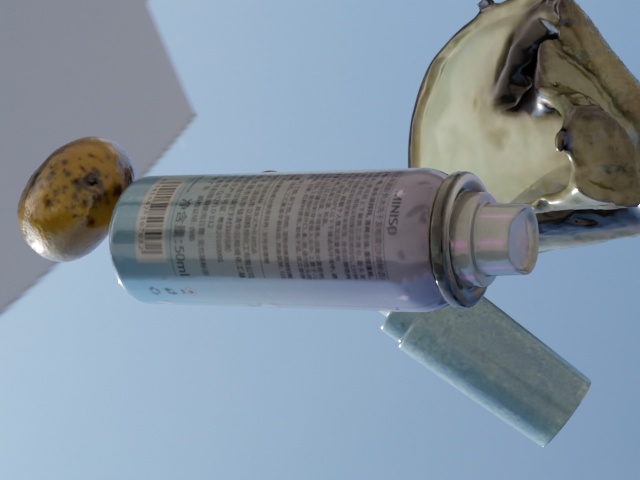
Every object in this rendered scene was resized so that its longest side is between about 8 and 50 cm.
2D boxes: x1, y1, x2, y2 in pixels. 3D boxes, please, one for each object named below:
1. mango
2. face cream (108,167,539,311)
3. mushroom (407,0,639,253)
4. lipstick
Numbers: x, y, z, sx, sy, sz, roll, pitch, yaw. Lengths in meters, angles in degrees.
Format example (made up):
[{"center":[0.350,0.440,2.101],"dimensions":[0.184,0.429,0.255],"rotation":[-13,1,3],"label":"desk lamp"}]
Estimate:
[{"center":[-0.141,-0.024,0.762],"dimensions":[0.079,0.057,0.114],"rotation":[-56,-179,-1],"label":"mango"},{"center":[0.000,0.000,0.675],"dimensions":[0.229,0.075,0.075],"rotation":[1,-137,30],"label":"face cream"},{"center":[0.220,-0.108,1.210],"dimensions":[0.212,0.292,0.217],"rotation":[3,-102,-15],"label":"mushroom"},{"center":[0.061,0.039,0.902],"dimensions":[0.274,0.061,0.068],"rotation":[36,-144,6],"label":"lipstick"}]
